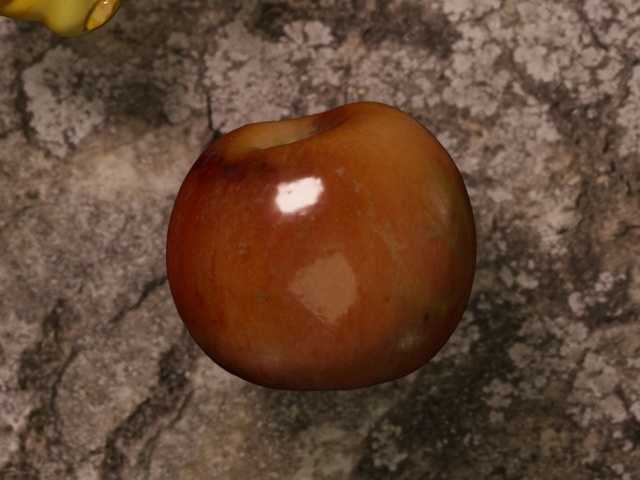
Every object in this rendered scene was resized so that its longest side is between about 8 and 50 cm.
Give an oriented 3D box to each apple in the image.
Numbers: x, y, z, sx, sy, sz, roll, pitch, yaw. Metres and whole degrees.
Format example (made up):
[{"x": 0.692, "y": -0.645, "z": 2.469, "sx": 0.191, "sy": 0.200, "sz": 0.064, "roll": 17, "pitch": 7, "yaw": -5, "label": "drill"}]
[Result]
[{"x": 0.000, "y": 0.000, "z": 1.544, "sx": 0.253, "sy": 0.253, "sz": 0.253, "roll": -1, "pitch": 112, "yaw": -2, "label": "apple"}]

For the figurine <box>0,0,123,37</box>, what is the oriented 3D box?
[{"x": -0.168, "y": -0.244, "z": 1.491, "sx": 0.246, "sy": 0.131, "sz": 0.156, "roll": -20, "pitch": 77, "yaw": 7, "label": "figurine"}]
